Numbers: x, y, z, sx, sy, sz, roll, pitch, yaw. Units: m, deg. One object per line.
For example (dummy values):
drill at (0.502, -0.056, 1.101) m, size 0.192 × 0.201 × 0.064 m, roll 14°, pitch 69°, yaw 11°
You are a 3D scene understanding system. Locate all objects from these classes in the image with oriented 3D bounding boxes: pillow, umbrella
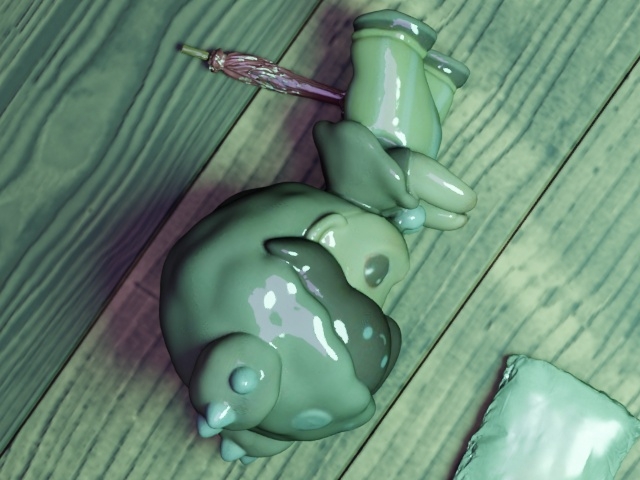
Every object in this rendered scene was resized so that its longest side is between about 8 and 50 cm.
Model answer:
pillow at (0.173, 0.220, 1.613) m, size 0.128 × 0.051 × 0.229 m, roll 25°, pitch 90°, yaw 9°
umbrella at (-0.040, -0.139, 1.631) m, size 0.165 × 0.025 × 0.027 m, roll 17°, pitch 69°, yaw 0°

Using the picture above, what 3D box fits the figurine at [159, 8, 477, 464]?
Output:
figurine at (0.001, -0.001, 1.542) m, size 0.203 × 0.248 × 0.380 m, roll 26°, pitch 80°, yaw 7°
